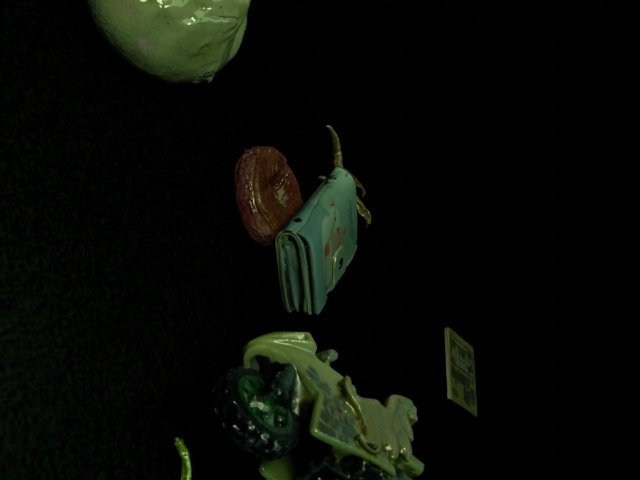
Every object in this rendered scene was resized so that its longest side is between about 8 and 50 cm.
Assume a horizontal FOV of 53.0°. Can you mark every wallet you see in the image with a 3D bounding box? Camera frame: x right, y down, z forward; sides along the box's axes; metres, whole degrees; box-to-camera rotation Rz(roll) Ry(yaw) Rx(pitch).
[{"bbox_3d":[0.000,0.000,1.123,0.250,0.075,0.176,-55,146,-54],"label":"wallet"}]

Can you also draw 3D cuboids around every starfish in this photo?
[{"bbox_3d":[0.045,-0.123,1.331,0.238,0.057,0.213,71,22,-10],"label":"starfish"}]

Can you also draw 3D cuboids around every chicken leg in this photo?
[{"bbox_3d":[-0.127,0.235,0.895,0.036,0.021,0.083,46,31,-25],"label":"chicken leg"}]

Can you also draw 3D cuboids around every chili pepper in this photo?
[{"bbox_3d":[-0.174,0.287,0.796,0.030,0.017,0.083,14,61,-46],"label":"chili pepper"}]

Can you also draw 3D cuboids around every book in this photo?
[{"bbox_3d":[0.361,0.337,1.645,0.168,0.013,0.192,39,44,-44],"label":"book"}]

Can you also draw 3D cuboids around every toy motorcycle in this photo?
[{"bbox_3d":[0.014,0.275,0.917,0.410,0.168,0.237,41,22,-24],"label":"toy motorcycle"}]

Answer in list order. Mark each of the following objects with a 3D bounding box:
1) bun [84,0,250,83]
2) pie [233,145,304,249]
[{"bbox_3d":[-0.204,-0.375,0.932,0.283,0.179,0.283,30,51,-45],"label":"bun"},{"bbox_3d":[-0.087,-0.073,1.089,0.182,0.049,0.182,33,51,-53],"label":"pie"}]
